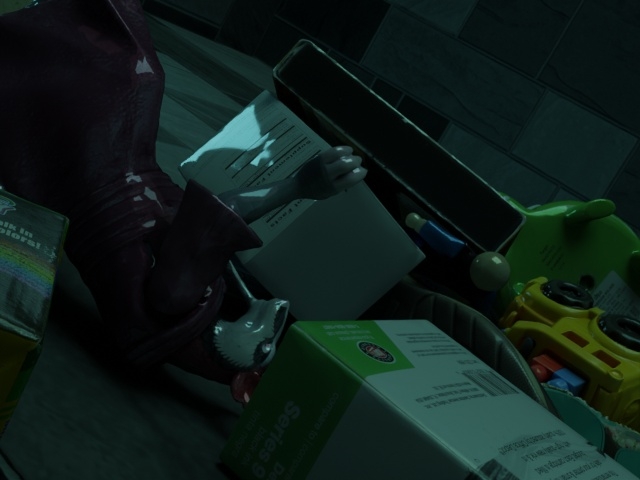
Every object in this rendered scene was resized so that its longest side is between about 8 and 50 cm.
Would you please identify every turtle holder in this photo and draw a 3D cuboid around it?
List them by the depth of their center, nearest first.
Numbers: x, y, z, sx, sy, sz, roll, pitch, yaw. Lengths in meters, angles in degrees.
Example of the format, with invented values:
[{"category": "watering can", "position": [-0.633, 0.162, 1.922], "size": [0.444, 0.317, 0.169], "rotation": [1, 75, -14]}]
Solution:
[{"category": "turtle holder", "position": [0.328, 0.058, 1.417], "size": [0.321, 0.243, 0.227], "rotation": [14, -5, -14]}]

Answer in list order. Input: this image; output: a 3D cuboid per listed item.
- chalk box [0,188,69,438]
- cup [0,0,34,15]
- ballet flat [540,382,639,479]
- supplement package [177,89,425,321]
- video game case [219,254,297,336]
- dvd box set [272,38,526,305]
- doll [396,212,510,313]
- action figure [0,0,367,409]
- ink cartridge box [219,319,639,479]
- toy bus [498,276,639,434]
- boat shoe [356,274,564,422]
[{"category": "chalk box", "position": [-0.216, 0.036, 0.479], "size": [0.132, 0.132, 0.213], "rotation": [24, 12, -17]}, {"category": "cup", "position": [-0.391, -0.293, 1.074], "size": [0.331, 0.236, 0.331], "rotation": [23, 9, -4]}, {"category": "ballet flat", "position": [0.288, 0.226, 1.016], "size": [0.241, 0.091, 0.077], "rotation": [30, -19, -16]}, {"category": "supplement package", "position": [-0.028, -0.031, 0.959], "size": [0.139, 0.134, 0.244], "rotation": [48, 1, -33]}, {"category": "video game case", "position": [-0.120, 0.012, 1.036], "size": [0.196, 0.026, 0.274], "rotation": [25, 14, -21]}, {"category": "dvd box set", "position": [0.086, -0.047, 1.161], "size": [0.308, 0.062, 0.420], "rotation": [41, -9, 11]}, {"category": "doll", "position": [0.125, 0.019, 0.944], "size": [0.129, 0.046, 0.189], "rotation": [52, -11, -20]}, {"category": "action figure", "position": [-0.153, -0.020, 0.707], "size": [0.276, 0.248, 0.370], "rotation": [-24, 75, -34]}, {"category": "ink cartridge box", "position": [0.109, 0.181, 0.645], "size": [0.289, 0.121, 0.211], "rotation": [37, 14, 29]}, {"category": "toy bus", "position": [0.279, 0.154, 1.145], "size": [0.211, 0.149, 0.220], "rotation": [-7, 33, -44]}, {"category": "boat shoe", "position": [0.127, 0.115, 0.930], "size": [0.130, 0.132, 0.355], "rotation": [22, 15, -39]}]
